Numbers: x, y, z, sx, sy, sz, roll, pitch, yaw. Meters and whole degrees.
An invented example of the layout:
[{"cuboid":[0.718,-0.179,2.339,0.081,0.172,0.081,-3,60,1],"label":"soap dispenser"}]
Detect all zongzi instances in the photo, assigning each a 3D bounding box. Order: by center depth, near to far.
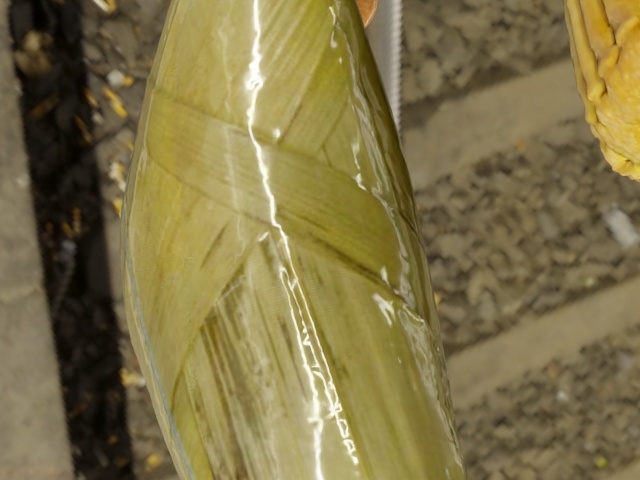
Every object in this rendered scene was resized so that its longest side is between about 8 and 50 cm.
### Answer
[{"cuboid":[0.000,0.000,0.547,0.115,0.228,0.256,-6,135,-19],"label":"zongzi"}]

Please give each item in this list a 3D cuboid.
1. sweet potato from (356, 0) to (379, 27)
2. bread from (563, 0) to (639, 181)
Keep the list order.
[{"cuboid":[-0.013,-0.183,1.438,0.202,0.058,0.055,-37,134,-32],"label":"sweet potato"},{"cuboid":[0.250,-0.156,0.903,0.274,0.149,0.274,-31,155,-16],"label":"bread"}]
